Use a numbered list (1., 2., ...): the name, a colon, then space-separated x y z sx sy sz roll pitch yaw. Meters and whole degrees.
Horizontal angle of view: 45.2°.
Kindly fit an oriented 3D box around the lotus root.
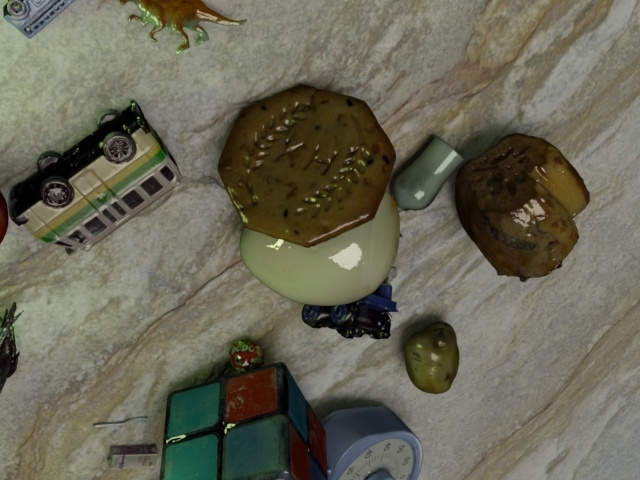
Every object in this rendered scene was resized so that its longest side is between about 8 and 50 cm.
1. lotus root: 0.462 -0.089 1.753 0.316 0.316 0.250 -40 135 4

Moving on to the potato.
1. potato: 0.297 0.311 2.032 0.154 0.137 0.200 -12 121 -16

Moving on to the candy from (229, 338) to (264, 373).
1. candy: -0.155 0.354 1.921 0.078 0.084 0.288 -17 132 -1

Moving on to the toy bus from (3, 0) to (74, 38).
1. toy bus: -0.468 -0.430 1.329 0.167 0.073 0.076 -38 128 6

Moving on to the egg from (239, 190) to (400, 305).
1. egg: 0.000 0.000 1.644 0.345 0.283 0.283 -5 124 9

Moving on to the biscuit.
1. biscuit: -0.030 -0.157 1.531 0.359 0.359 0.046 -26 158 -6

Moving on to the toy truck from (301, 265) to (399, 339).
1. toy truck: 0.073 0.133 1.808 0.161 0.213 0.177 21 72 -41

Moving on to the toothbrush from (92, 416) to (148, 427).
1. toothbrush: -0.485 0.442 1.870 0.131 0.011 0.013 -2 98 -20

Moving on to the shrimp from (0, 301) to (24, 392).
1. shrimp: -0.719 0.251 1.580 0.172 0.137 0.372 4 120 -42

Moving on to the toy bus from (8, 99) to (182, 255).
1. toy bus: -0.431 -0.109 1.489 0.305 0.143 0.179 -36 127 -1

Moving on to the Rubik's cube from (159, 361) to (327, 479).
1. Rubik's cube: -0.170 0.523 1.798 0.316 0.318 0.313 -17 129 9

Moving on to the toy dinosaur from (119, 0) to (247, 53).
1. toy dinosaur: -0.259 -0.430 1.436 0.212 0.057 0.142 -28 107 -19

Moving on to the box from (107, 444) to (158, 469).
1. box: -0.467 0.540 1.919 0.117 0.036 0.051 4 118 -24

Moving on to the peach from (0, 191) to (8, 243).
1. peach: -0.674 -0.045 1.355 0.274 0.249 0.245 -6 163 24

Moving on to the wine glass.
1. wine glass: 0.223 -0.126 1.769 0.103 0.103 0.231 36 97 -34

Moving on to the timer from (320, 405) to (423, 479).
1. timer: 0.127 0.638 2.096 0.395 0.173 0.395 -18 125 -29
